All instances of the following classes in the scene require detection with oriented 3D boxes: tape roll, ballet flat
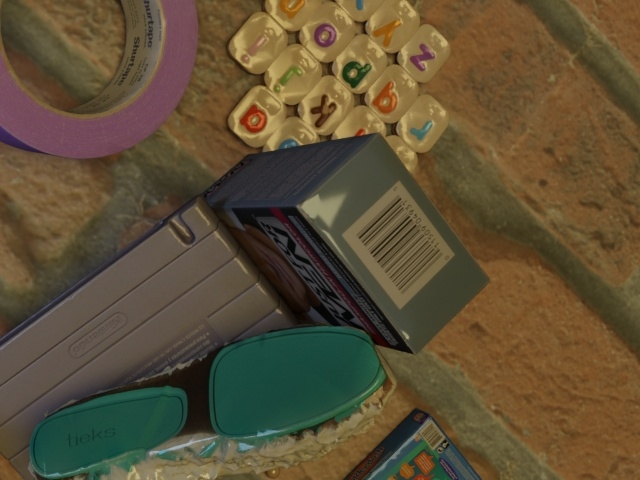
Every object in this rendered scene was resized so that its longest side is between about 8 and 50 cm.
[{"bbox_3d":[-0.270,-0.227,1.140,0.274,0.090,0.275,-6,101,-36],"label":"tape roll"},{"bbox_3d":[-0.103,0.187,1.094,0.409,0.147,0.147,-15,100,17],"label":"ballet flat"}]

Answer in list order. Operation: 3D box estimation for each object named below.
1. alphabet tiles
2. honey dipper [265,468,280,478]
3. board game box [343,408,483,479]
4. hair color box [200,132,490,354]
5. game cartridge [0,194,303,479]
[{"bbox_3d":[0.026,-0.194,1.329,0.284,0.021,0.278,41,79,-17],"label":"alphabet tiles"},{"bbox_3d":[-0.031,0.221,1.325,0.030,0.030,0.161,22,88,-20],"label":"honey dipper"},{"bbox_3d":[0.105,0.347,1.370,0.210,0.047,0.160,-42,106,-14],"label":"board game box"},{"bbox_3d":[0.000,0.000,1.139,0.113,0.374,0.185,-43,106,-15],"label":"hair color box"},{"bbox_3d":[-0.206,0.140,1.184,0.355,0.068,0.230,-35,109,7],"label":"game cartridge"}]
